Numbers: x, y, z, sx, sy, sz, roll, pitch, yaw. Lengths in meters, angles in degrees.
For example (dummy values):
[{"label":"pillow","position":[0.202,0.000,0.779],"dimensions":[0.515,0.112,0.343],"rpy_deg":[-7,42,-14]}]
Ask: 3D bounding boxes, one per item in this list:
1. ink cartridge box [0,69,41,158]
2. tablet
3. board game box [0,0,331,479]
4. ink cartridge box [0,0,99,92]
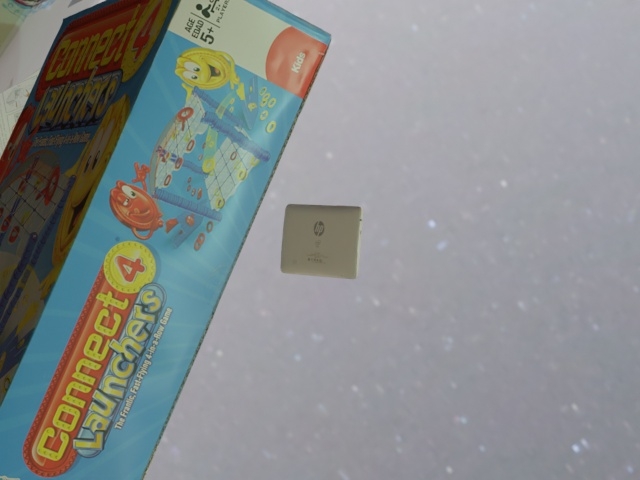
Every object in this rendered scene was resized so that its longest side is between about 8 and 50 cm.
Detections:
[{"label":"ink cartridge box","position":[-0.306,-0.094,1.344],"dimensions":[0.179,0.145,0.045],"rpy_deg":[-29,-119,-22]},{"label":"tablet","position":[0.000,0.000,1.145],"dimensions":[0.083,0.006,0.054],"rpy_deg":[4,-92,46]},{"label":"board game box","position":[-0.142,0.006,0.904],"dimensions":[0.308,0.086,0.302],"rpy_deg":[5,-109,67]},{"label":"ink cartridge box","position":[-0.241,-0.276,1.148],"dimensions":[0.270,0.198,0.197],"rpy_deg":[-50,-178,26]}]
